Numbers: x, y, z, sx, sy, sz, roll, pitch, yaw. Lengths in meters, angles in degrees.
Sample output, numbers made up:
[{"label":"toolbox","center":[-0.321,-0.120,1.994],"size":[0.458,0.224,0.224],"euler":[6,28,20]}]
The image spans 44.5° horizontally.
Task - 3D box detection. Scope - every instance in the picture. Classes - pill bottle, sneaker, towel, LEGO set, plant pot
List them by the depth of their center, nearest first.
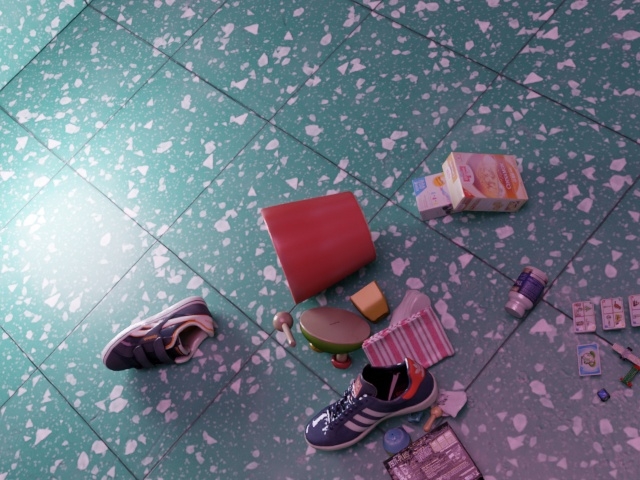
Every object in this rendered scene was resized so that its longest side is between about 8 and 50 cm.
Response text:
[{"label":"LEGO set","center":[0.692,0.254,1.821],"size":[0.183,0.060,0.244],"euler":[-11,59,26]},{"label":"sneaker","center":[0.095,0.374,1.850],"size":[0.350,0.148,0.131],"euler":[-30,41,11]},{"label":"towel","center":[0.216,0.265,1.912],"size":[0.197,0.144,0.029],"euler":[-29,16,2]},{"label":"pill bottle","center":[0.502,0.128,1.920],"size":[0.067,0.067,0.120],"euler":[28,75,28]},{"label":"sneaker","center":[0.201,0.222,1.975],"size":[0.212,0.080,0.094],"euler":[-60,28,0]},{"label":"plant pot","center":[0.135,0.166,2.015],"size":[0.081,0.081,0.083],"euler":[-35,69,-2]},{"label":"plant pot","center":[0.000,0.000,2.051],"size":[0.243,0.275,0.274],"euler":[-21,59,-3]},{"label":"sneaker","center":[-0.436,0.279,2.112],"size":[0.321,0.126,0.127],"euler":[-32,53,-1]}]

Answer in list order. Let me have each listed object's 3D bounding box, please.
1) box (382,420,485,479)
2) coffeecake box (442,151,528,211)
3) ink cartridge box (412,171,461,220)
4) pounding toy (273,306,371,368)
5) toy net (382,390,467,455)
[{"label":"box","center":[0.258,0.528,1.787],"size":[0.180,0.077,0.147],"euler":[-33,59,-1]},{"label":"coffeecake box","center":[0.427,-0.152,2.038],"size":[0.186,0.068,0.142],"euler":[1,59,-18]},{"label":"ink cartridge box","center":[0.348,-0.130,2.105],"size":[0.181,0.061,0.104],"euler":[-14,61,10]},{"label":"pounding toy","center":[0.004,0.258,1.983],"size":[0.237,0.110,0.183],"euler":[2,24,-20]},{"label":"toy net","center":[0.242,0.418,1.874],"size":[0.232,0.045,0.122],"euler":[-27,39,0]}]
